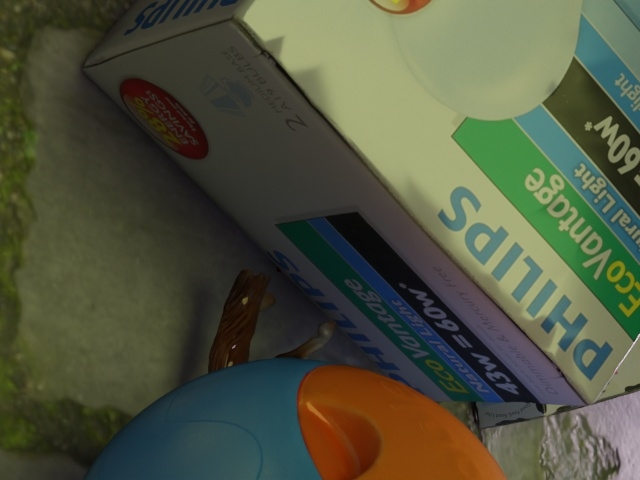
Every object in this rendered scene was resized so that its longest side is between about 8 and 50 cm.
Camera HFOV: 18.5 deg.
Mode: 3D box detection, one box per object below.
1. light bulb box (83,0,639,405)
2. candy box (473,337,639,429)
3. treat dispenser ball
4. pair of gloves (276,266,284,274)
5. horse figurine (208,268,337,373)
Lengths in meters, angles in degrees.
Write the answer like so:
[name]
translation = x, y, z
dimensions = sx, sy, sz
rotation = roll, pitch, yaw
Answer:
[light bulb box]
translation = 0.106, -0.133, 1.338
dimensions = 0.358, 0.225, 0.361
rotation = 46, 67, -20
[candy box]
translation = 0.177, 0.038, 1.555
dimensions = 0.165, 0.070, 0.196
rotation = -8, 83, -47
[treat dispenser ball]
translation = -0.015, 0.212, 1.145
dimensions = 0.288, 0.288, 0.288
rotation = 17, 66, -42
[pair of gloves]
translation = 0.000, 0.000, 1.428
dimensions = 0.074, 0.010, 0.083
rotation = 24, 62, -39
[horse figurine]
translation = -0.005, 0.143, 1.339
dimensions = 0.263, 0.066, 0.174
rotation = 50, 42, -26
